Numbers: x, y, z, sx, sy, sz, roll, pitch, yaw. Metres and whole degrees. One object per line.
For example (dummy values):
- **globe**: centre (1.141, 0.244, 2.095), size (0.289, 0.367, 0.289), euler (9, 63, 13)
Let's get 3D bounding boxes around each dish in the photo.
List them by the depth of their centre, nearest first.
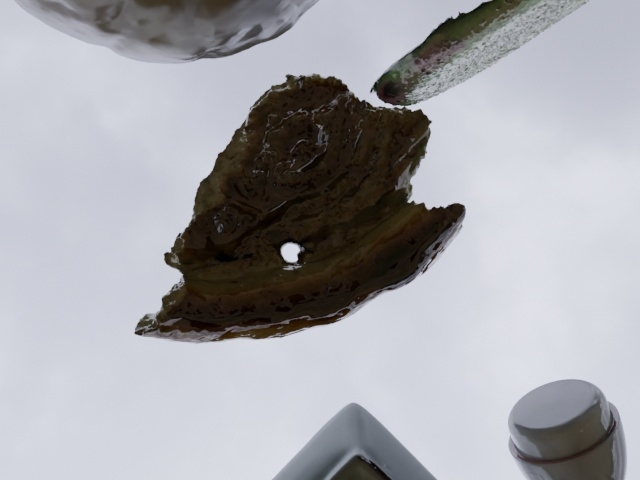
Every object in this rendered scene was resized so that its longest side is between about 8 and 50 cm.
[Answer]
- **dish**: centre (0.060, 0.278, 1.023), size (0.243, 0.080, 0.182), euler (43, -111, 11)

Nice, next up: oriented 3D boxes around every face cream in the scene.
- **face cream**: centre (0.253, 0.208, 1.166), size (0.117, 0.117, 0.104), euler (-24, -72, 0)

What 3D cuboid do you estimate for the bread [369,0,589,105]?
- **bread**: centre (0.141, -0.162, 0.851), size (0.228, 0.228, 0.033), euler (-33, -91, 0)

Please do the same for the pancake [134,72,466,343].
- **pancake**: centre (0.000, 0.000, 0.900), size (0.212, 0.056, 0.257), euler (28, -80, -29)

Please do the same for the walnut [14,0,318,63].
- **walnut**: centre (-0.057, -0.202, 0.504), size (0.248, 0.248, 0.248), euler (0, -89, -1)
